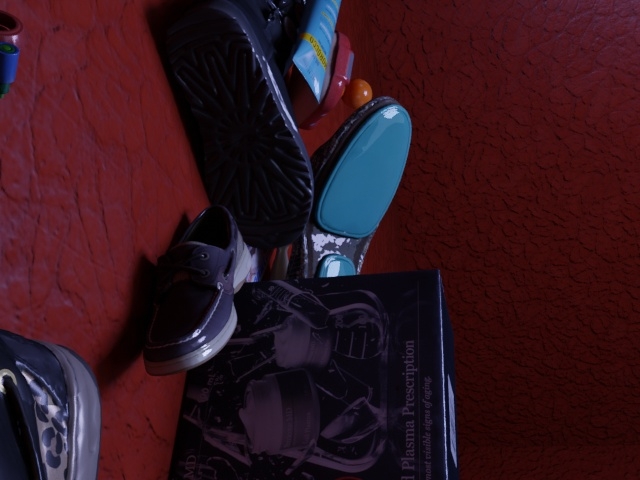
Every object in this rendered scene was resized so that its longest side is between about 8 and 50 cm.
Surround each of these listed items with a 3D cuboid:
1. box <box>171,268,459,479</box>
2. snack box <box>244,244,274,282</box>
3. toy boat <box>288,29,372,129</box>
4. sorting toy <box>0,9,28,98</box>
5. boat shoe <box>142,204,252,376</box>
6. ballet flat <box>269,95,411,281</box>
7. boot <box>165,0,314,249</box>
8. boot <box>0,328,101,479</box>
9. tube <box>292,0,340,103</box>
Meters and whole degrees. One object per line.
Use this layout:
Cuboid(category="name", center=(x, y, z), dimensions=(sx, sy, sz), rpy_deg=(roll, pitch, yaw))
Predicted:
Cuboid(category="box", center=(0.006, 0.231, 0.878), dimensions=(0.179, 0.313, 0.343), rpy_deg=(66, 22, -53))
Cuboid(category="snack box", center=(-0.103, 0.025, 1.115), dimensions=(0.178, 0.022, 0.064), rpy_deg=(-72, 155, -59))
Cuboid(category="toy boat", center=(0.025, -0.288, 1.353), dimensions=(0.231, 0.151, 0.151), rpy_deg=(159, -57, -69))
Cuboid(category="sorting toy", center=(-0.250, -0.132, 0.519), dimensions=(0.042, 0.061, 0.102), rpy_deg=(-62, 180, 36))
Cuboid(category="boat shoe", center=(-0.142, 0.044, 0.799), dimensions=(0.285, 0.103, 0.092), rpy_deg=(-75, 151, -64))
Cuboid(category="ballet flat", center=(0.000, 0.000, 1.147), dimensions=(0.164, 0.182, 0.482), rpy_deg=(15, 88, -41))
Cuboid(category="boot", center=(-0.079, -0.256, 1.105), dimensions=(0.445, 0.146, 0.367), rpy_deg=(-83, 165, -55))
Cuboid(category="boot", center=(-0.216, 0.180, 0.323), dimensions=(0.284, 0.138, 0.377), rpy_deg=(64, 19, -58))
Cuboid(category="tube", center=(-0.008, -0.293, 1.027), dimensions=(0.080, 0.052, 0.207), rpy_deg=(49, 37, -39))
